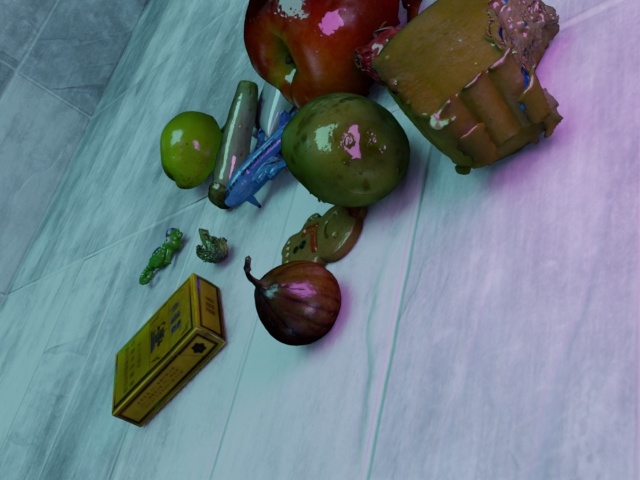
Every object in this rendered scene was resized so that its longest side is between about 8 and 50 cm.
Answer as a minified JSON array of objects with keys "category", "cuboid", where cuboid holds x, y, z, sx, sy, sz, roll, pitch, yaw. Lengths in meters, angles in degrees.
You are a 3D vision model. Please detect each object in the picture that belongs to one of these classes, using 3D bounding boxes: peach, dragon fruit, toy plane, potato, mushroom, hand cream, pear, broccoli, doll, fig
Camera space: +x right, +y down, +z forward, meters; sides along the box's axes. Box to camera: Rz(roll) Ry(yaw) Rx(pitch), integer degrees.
[{"category":"peach","cuboid":[0.005,-0.482,1.558,0.335,0.310,0.406,6,67,59]},{"category":"dragon fruit","cuboid":[0.148,-0.356,1.403,0.136,0.166,0.133,-115,18,-50]},{"category":"toy plane","cuboid":[-0.122,-0.182,1.647,0.271,0.105,0.254,-56,30,3]},{"category":"potato","cuboid":[0.039,-0.172,1.310,0.216,0.216,0.304,-50,27,11]},{"category":"mushroom","cuboid":[-0.216,-0.240,1.811,0.107,0.087,0.333,148,134,-68]},{"category":"hand cream","cuboid":[-0.084,-0.418,1.817,0.358,0.118,0.185,-61,28,8]},{"category":"pear","cuboid":[-0.362,-0.245,1.978,0.187,0.187,0.219,-6,70,52]},{"category":"broccoli","cuboid":[-0.257,0.011,1.676,0.095,0.097,0.092,-13,94,27]},{"category":"doll","cuboid":[-0.427,0.045,1.918,0.190,0.050,0.115,-48,25,17]},{"category":"fig","cuboid":[-0.052,0.109,1.231,0.148,0.202,0.149,-49,65,38]}]

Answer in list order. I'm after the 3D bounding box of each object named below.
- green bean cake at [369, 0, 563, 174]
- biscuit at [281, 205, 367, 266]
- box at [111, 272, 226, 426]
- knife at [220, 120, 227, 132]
[{"category":"green bean cake","cuboid":[0.265,-0.256,1.112,0.285,0.202,0.310,-35,36,11]},{"category":"biscuit","cuboid":[0.000,0.000,1.378,0.225,0.036,0.166,-31,38,35]},{"category":"box","cuboid":[-0.338,0.241,1.577,0.301,0.084,0.193,-45,33,18]},{"category":"knife","cuboid":[-0.260,-0.351,2.076,0.184,0.026,0.022,-47,-7,20]}]
